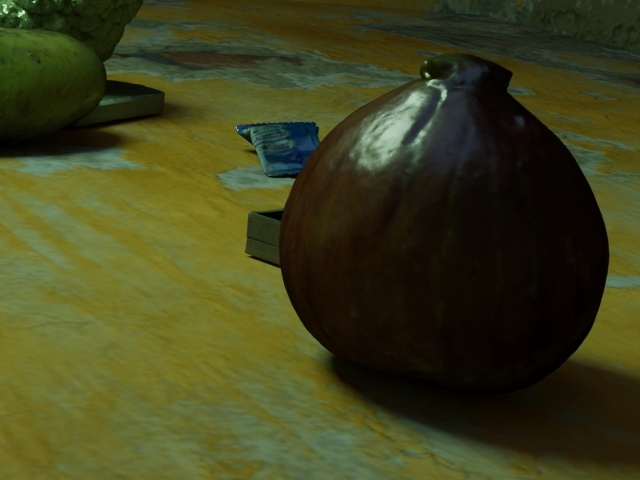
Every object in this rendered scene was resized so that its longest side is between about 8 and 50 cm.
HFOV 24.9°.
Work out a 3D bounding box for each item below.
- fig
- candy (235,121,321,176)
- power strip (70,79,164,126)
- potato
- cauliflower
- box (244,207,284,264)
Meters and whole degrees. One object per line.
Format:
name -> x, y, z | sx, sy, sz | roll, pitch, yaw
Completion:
fig -> 0.072, -0.012, 0.843 | 0.205, 0.205, 0.205 | 6, 14, -2
candy -> -0.027, -0.093, 1.442 | 0.088, 0.038, 0.136 | -1, 25, -18
power strip -> -0.249, -0.148, 1.576 | 0.080, 0.029, 0.227 | 14, 15, 22
potato -> -0.305, -0.148, 1.385 | 0.149, 0.113, 0.251 | 16, 12, 31
cauliflower -> -0.334, -0.287, 1.596 | 0.275, 0.250, 0.272 | -17, 3, -18
box -> 0.000, 0.000, 1.076 | 0.083, 0.035, 0.079 | 17, 17, 39
